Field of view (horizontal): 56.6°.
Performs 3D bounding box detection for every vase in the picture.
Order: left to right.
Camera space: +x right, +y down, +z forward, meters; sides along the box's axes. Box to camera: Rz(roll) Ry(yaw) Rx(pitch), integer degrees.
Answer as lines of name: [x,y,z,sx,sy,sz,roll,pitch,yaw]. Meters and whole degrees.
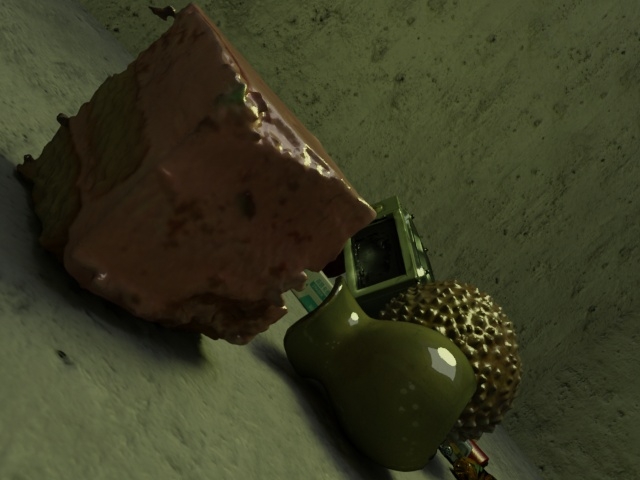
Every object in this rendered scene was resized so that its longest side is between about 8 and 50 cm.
vase: [0.097,0.255,1.063,0.302,0.241,0.329,34,-28,18]

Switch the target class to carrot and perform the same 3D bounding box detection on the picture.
carrot: [0.414,0.624,1.551,0.228,0.069,0.069,44,5,-38]

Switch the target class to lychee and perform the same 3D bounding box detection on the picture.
lychee: [0.284,0.284,1.400,0.380,0.380,0.432,48,30,20]

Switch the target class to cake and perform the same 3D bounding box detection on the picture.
cake: [-0.145,-0.059,0.746,0.314,0.307,0.293,42,8,-44]

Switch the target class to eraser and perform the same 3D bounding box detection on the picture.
eraser: [0.002,0.154,1.600,0.225,0.095,0.052,49,5,30]

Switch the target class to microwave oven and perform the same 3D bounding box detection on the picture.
microwave oven: [0.211,0.088,1.725,0.355,0.218,0.286,-94,158,-49]

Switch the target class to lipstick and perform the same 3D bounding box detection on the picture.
lipstick: [0.369,0.546,1.678,0.241,0.080,0.080,49,5,32]

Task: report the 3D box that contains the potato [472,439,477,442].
potato: [0.415,0.541,1.878,0.234,0.146,0.150,45,-26,-5]

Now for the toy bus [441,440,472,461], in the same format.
toy bus: [0.330,0.515,1.613,0.190,0.075,0.064,47,4,21]

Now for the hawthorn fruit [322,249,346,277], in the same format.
hawthorn fruit: [0.000,0.000,1.970,0.284,0.284,0.284,46,4,-4]
